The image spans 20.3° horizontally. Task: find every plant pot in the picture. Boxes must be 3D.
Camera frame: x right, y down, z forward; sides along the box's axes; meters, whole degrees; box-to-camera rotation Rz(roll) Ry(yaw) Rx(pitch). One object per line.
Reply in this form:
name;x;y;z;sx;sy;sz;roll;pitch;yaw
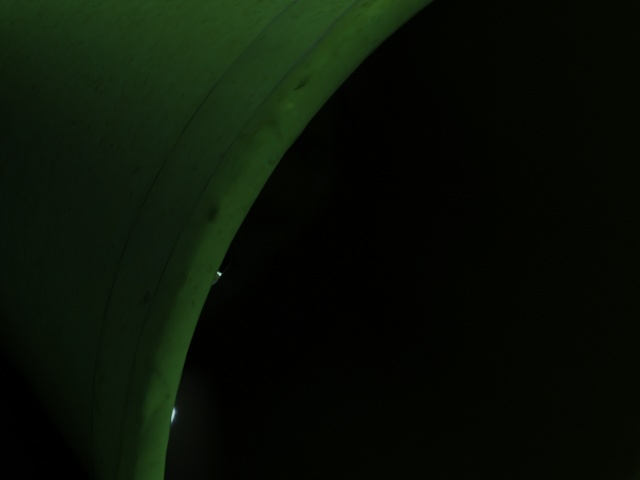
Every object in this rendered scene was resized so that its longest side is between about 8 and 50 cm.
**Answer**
plant pot;0.000;0.000;0.696;0.334;0.333;0.305;31;-1;-41

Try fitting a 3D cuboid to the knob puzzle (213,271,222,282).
knob puzzle;0.030;0.104;1.076;0.213;0.030;0.213;37;8;-6
